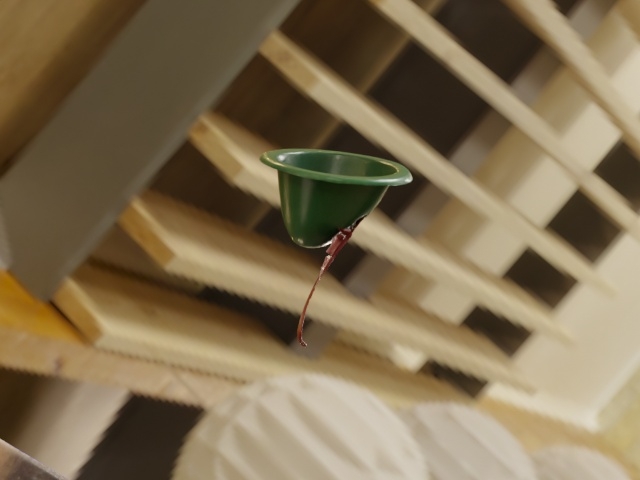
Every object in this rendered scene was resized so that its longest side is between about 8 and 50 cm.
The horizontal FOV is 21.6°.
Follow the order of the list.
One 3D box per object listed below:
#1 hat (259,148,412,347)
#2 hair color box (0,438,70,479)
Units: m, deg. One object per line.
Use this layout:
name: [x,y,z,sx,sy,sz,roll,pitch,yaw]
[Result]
hat: [0.000,0.000,1.939,0.208,0.173,0.183,-7,-71,-48]
hair color box: [-0.186,0.212,0.515,0.110,0.185,0.339,-47,13,55]
